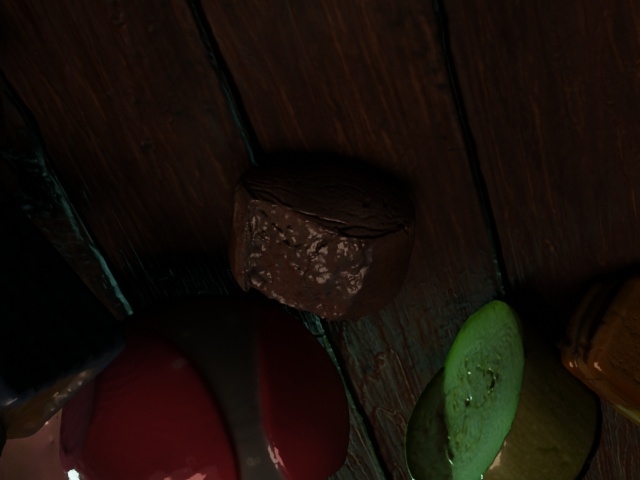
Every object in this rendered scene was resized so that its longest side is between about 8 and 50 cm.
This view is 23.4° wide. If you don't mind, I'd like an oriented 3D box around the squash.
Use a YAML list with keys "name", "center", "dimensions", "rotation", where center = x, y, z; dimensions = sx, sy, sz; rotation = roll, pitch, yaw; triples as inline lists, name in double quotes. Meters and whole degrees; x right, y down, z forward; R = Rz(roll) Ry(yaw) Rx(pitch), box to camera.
- name: "squash"
  center: [0.164, 0.182, 1.562]
  dimensions: [0.220, 0.220, 0.133]
  rotation: [-26, 133, 36]

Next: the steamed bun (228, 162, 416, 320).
- name: "steamed bun"
  center: [0.000, 0.000, 1.444]
  dimensions: [0.175, 0.106, 0.145]
  rotation: [11, 143, -1]

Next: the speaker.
- name: "speaker"
  center: [-0.110, 0.184, 1.565]
  dimensions: [0.294, 0.294, 0.294]
  rotation: [5, 142, 4]

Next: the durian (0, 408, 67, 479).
- name: "durian"
  center: [-0.356, 0.210, 1.753]
  dimensions: [0.195, 0.185, 0.305]
  rotation: [-43, 117, 15]

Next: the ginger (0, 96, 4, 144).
- name: "ginger"
  center: [-0.432, -0.171, 1.237]
  dimensions: [0.375, 0.176, 0.256]
  rotation: [15, 128, 1]

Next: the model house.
- name: "model house"
  center: [-0.376, 0.117, 1.465]
  dimensions: [0.334, 0.343, 0.382]
  rotation: [48, 161, 6]

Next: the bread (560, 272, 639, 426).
- name: "bread"
  center: [0.330, 0.119, 1.544]
  dimensions: [0.200, 0.116, 0.077]
  rotation: [36, 159, -31]
